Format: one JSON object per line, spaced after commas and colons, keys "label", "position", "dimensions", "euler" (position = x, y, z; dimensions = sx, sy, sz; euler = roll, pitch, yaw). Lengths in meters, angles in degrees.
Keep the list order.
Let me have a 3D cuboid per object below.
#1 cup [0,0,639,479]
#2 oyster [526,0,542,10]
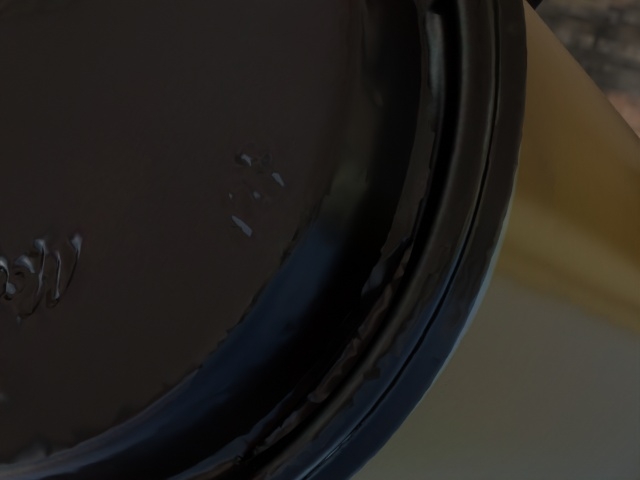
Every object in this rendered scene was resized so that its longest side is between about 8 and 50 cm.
{"label": "cup", "position": [0.000, 0.000, 0.491], "dimensions": [0.196, 0.196, 0.279], "euler": [19, 176, 33]}
{"label": "oyster", "position": [-0.026, -0.207, 0.772], "dimensions": [0.221, 0.096, 0.361], "euler": [-20, -121, -32]}
